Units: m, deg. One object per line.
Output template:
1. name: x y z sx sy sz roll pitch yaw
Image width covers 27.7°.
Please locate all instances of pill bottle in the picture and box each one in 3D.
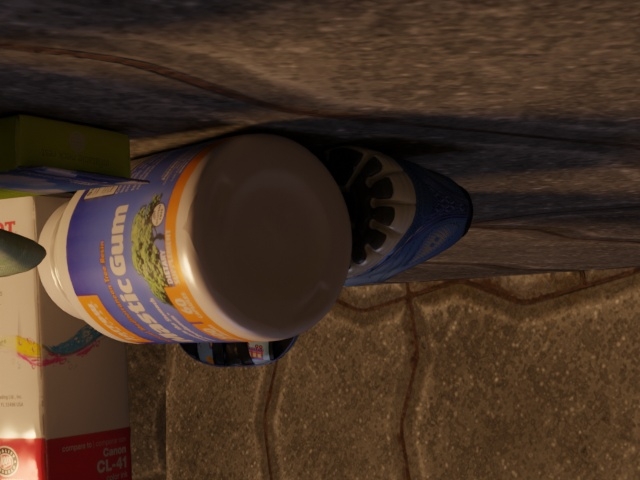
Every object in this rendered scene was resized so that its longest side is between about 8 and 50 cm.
1. pill bottle: -0.114 0.007 1.025 0.152 0.152 0.272 3 173 -38

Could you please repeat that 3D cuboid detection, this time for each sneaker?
1. sneaker: 0.000 0.000 1.124 0.147 0.130 0.330 6 172 -38

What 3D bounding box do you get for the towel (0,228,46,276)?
1. towel: -0.368 -0.017 0.775 0.248 0.038 0.325 -7 160 30

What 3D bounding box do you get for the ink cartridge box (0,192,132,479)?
1. ink cartridge box: -0.315 0.112 1.320 0.226 0.306 0.131 -4 175 36

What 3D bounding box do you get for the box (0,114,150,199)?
1. box: -0.221 -0.056 0.920 0.178 0.042 0.109 -5 175 34

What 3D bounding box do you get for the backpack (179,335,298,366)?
1. backpack: -0.073 0.041 1.317 0.158 0.173 0.117 -3 174 17
